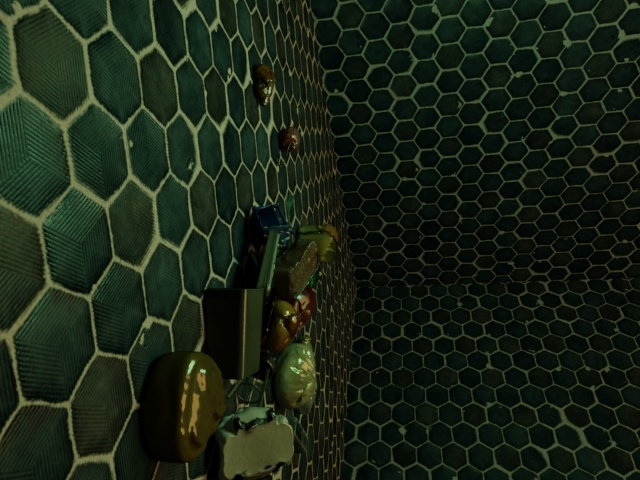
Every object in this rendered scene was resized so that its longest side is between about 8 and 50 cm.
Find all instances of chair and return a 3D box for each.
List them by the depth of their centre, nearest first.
[{"bbox_3d":[-0.212,0.452,1.538,0.221,0.104,0.095,-66,177,-58],"label":"chair"}]

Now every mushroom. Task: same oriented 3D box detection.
[{"bbox_3d":[-0.070,0.602,2.230,0.109,0.097,0.351,74,13,-59],"label":"mushroom"}]

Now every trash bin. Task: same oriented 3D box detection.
[{"bbox_3d":[-0.238,0.251,1.367,0.164,0.122,0.240,26,64,-77],"label":"trash bin"}]

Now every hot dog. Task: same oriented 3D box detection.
[{"bbox_3d":[-0.129,0.268,1.582,0.326,0.107,0.194,139,-37,-81],"label":"hot dog"}]

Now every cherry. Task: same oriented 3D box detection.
[{"bbox_3d":[-0.145,-0.416,2.138,0.107,0.090,0.225,93,13,-45],"label":"cherry"}]

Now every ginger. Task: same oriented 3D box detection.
[{"bbox_3d":[-0.209,-0.596,1.860,0.103,0.074,0.162,50,39,-71],"label":"ginger"}]

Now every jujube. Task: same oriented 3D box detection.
[{"bbox_3d":[-0.122,0.267,1.835,0.190,0.190,0.255,74,28,-51],"label":"jujube"}]

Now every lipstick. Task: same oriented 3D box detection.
[{"bbox_3d":[-0.107,0.799,2.011,0.289,0.076,0.077,77,13,-52],"label":"lipstick"}]

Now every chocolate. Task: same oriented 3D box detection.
[{"bbox_3d":[-0.089,0.094,1.769,0.214,0.093,0.148,-56,151,-45],"label":"chocolate"}]

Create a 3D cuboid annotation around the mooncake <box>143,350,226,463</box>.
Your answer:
[{"bbox_3d":[-0.290,0.349,1.078,0.235,0.117,0.234,0,90,-78],"label":"mooncake"}]

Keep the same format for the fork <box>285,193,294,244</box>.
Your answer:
[{"bbox_3d":[-0.141,-0.097,2.198,0.021,0.039,0.235,36,55,-71],"label":"fork"}]

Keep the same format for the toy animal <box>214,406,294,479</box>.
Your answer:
[{"bbox_3d":[-0.195,0.557,1.360,0.156,0.208,0.204,-8,-92,61],"label":"toy animal"}]

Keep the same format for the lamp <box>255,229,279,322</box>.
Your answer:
[{"bbox_3d":[-0.187,0.138,1.629,0.269,0.047,0.266,107,-9,-47],"label":"lamp"}]

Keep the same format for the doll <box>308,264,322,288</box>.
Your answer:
[{"bbox_3d":[-0.049,0.163,2.411,0.186,0.106,0.134,170,-77,-85],"label":"doll"}]

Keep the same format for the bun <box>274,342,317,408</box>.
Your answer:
[{"bbox_3d":[-0.091,0.537,1.953,0.259,0.160,0.259,-1,90,-77],"label":"bun"}]

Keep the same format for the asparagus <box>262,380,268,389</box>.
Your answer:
[{"bbox_3d":[-0.207,0.484,1.738,0.013,0.016,0.166,51,-16,43],"label":"asparagus"}]

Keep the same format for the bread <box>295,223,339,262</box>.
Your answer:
[{"bbox_3d":[0.000,0.000,2.464,0.262,0.204,0.162,78,16,-52],"label":"bread"}]

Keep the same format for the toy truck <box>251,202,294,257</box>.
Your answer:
[{"bbox_3d":[-0.163,-0.042,1.730,0.208,0.126,0.113,71,-7,-57],"label":"toy truck"}]
